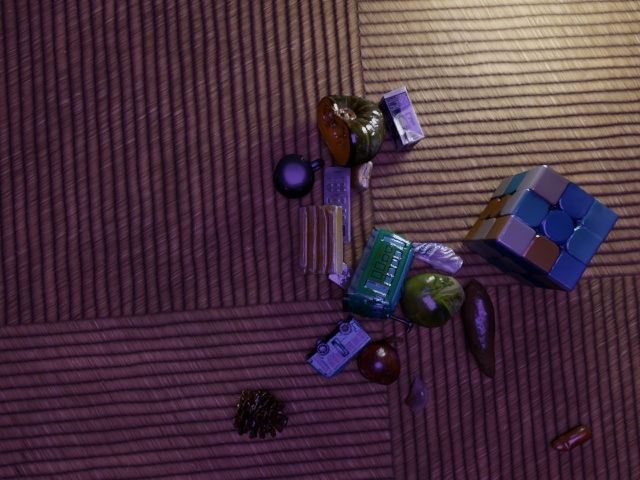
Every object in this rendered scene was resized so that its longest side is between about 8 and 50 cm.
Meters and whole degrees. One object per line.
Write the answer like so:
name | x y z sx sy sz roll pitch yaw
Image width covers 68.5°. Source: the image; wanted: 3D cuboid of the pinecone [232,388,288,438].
pinecone | -0.225 0.679 1.831 0.213 0.168 0.185 -4 102 10

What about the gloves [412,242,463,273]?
gloves | 0.473 0.063 1.926 0.229 0.097 0.119 23 132 -9

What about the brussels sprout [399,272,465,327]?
brussels sprout | 0.447 0.232 1.861 0.272 0.210 0.219 -17 81 -18

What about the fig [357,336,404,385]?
fig | 0.240 0.461 1.878 0.175 0.175 0.207 19 64 -2

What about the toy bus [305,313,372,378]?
toy bus | 0.071 0.427 1.874 0.256 0.128 0.147 -43 89 -4

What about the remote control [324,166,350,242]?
remote control | 0.072 -0.146 1.933 0.110 0.055 0.312 0 91 15

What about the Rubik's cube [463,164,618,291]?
Rubik's cube | 0.830 -0.039 1.821 0.347 0.347 0.344 33 88 -1

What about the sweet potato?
sweet potato | 0.652 0.367 1.908 0.131 0.130 0.422 -11 90 -3

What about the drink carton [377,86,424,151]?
drink carton | 0.327 -0.488 1.916 0.102 0.134 0.222 -22 90 -6

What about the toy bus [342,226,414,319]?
toy bus | 0.229 0.138 1.802 0.200 0.183 0.343 18 63 14

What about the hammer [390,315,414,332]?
hammer | 0.302 0.323 1.942 0.178 0.021 0.065 23 88 -1

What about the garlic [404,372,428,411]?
garlic | 0.401 0.629 1.913 0.084 0.066 0.152 22 89 0

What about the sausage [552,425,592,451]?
sausage | 1.043 0.823 1.945 0.183 0.054 0.062 -29 58 -2

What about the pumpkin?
pumpkin | 0.139 -0.428 1.867 0.232 0.242 0.324 -9 59 -24

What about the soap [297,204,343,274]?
soap | 0.000 0.000 1.873 0.174 0.089 0.274 -2 85 29

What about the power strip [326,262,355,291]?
power strip | 0.164 0.193 1.925 0.288 0.053 0.093 34 86 0

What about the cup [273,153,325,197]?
cup | -0.083 -0.270 1.868 0.223 0.176 0.169 -29 87 -3

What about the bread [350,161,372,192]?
bread | 0.162 -0.265 1.914 0.082 0.106 0.125 10 85 -3
